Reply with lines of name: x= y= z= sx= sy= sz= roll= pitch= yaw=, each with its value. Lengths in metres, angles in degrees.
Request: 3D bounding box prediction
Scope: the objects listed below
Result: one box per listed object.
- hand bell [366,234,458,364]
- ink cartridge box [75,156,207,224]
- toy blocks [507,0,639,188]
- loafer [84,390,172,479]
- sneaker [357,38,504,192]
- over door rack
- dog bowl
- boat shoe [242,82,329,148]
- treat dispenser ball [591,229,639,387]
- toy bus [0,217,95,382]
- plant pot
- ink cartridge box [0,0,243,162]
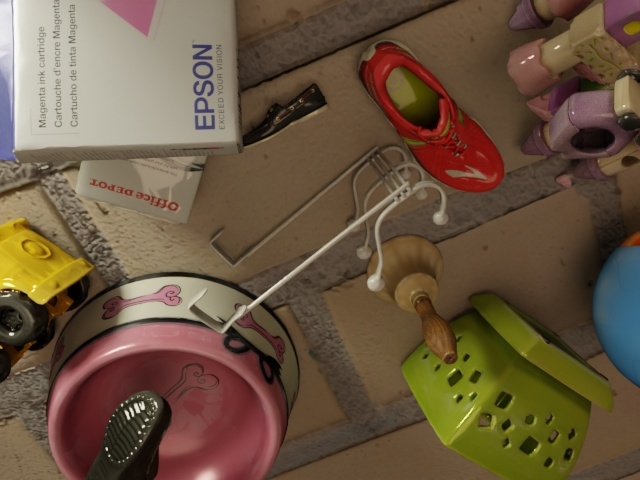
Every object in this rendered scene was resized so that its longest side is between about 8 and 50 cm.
hand bell: x=0.148 y=0.097 z=0.860 sx=0.126 sy=0.242 sz=0.126 roll=-2 pitch=115 yaw=-5
ink cartridge box: x=-0.220 y=-0.144 z=0.792 sx=0.153 sy=0.087 sz=0.208 roll=17 pitch=110 yaw=-13
toy blocks: x=0.350 y=-0.159 z=0.769 sx=0.288 sy=0.309 sz=0.260 roll=30 pitch=150 yaw=-26
loafer: x=-0.263 y=0.299 z=0.841 sx=0.078 sy=0.080 sz=0.220 roll=14 pitch=115 yaw=-48
sneaker: x=0.154 y=-0.151 z=0.816 sx=0.279 sy=0.118 sz=0.107 roll=39 pitch=105 yaw=-21
over door rack: x=0.000 y=0.000 z=0.803 sx=0.324 sy=0.239 sz=0.108 roll=-28 pitch=109 yaw=6
dog bowl: x=-0.231 y=0.263 z=0.942 sx=0.407 sy=0.150 sz=0.408 roll=-2 pitch=114 yaw=-5
boat shoe: x=-0.055 y=-0.170 z=0.824 sx=0.133 sy=0.049 sz=0.042 roll=-29 pitch=109 yaw=4
treat dispenser ball: x=0.559 y=0.104 z=0.886 sx=0.288 sy=0.288 sz=0.288 roll=-3 pitch=114 yaw=-6
toy bus: x=-0.468 y=0.073 z=0.841 sx=0.211 sy=0.149 sz=0.220 roll=40 pitch=107 yaw=-7
plant pot: x=0.298 y=0.228 z=0.953 sx=0.227 sy=0.228 sz=0.207 roll=33 pitch=101 yaw=-18
ink cartridge box: x=-0.258 y=-0.253 z=0.672 sx=0.330 sy=0.071 sz=0.324 roll=-3 pitch=85 yaw=-6
